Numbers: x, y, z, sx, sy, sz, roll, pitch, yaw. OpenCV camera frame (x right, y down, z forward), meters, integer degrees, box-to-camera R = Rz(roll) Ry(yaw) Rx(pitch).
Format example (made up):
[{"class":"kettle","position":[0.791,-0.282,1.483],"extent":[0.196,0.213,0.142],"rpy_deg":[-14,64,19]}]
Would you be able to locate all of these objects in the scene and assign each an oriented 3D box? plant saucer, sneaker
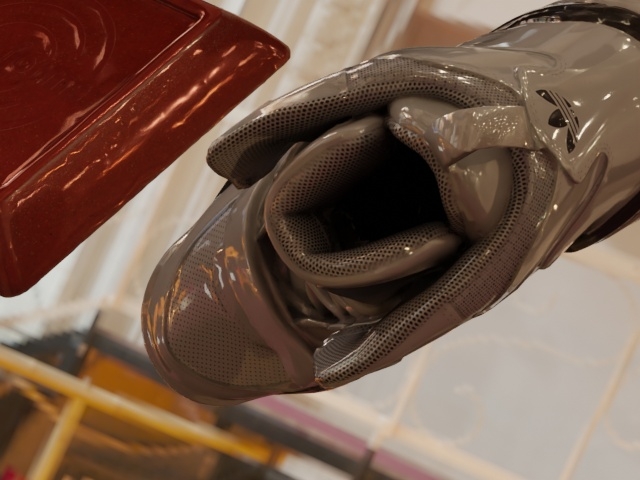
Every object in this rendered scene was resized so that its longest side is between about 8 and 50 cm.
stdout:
[{"class":"plant saucer","position":[-0.196,-0.107,1.189],"extent":[0.258,0.259,0.048],"rpy_deg":[28,-33,32]},{"class":"sneaker","position":[0.000,0.000,0.883],"extent":[0.366,0.137,0.210],"rpy_deg":[-29,-5,37]}]
